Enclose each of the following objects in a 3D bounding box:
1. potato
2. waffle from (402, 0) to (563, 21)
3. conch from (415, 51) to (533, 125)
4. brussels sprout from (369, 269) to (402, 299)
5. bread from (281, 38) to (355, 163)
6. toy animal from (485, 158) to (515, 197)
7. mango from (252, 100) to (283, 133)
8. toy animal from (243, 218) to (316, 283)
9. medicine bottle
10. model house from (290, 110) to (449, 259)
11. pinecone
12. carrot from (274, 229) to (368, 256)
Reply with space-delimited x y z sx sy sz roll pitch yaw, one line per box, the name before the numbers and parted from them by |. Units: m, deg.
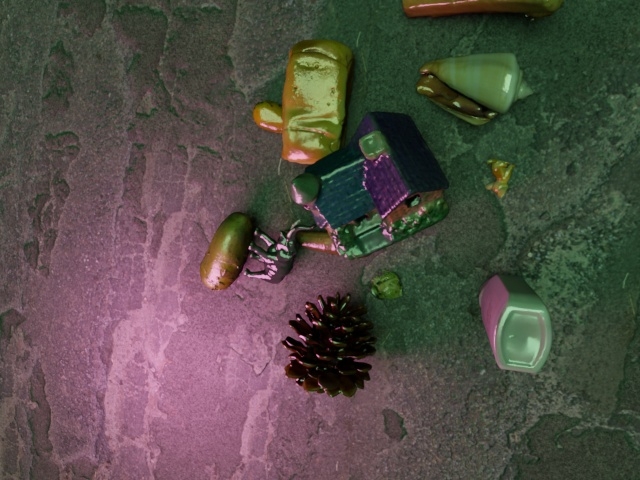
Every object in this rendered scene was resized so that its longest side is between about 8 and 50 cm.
potato | -0.254 0.031 1.162 0.113 0.149 0.251 33 105 1
waffle | 0.352 -0.634 0.876 0.348 0.078 0.304 19 106 33
conch | 0.360 -0.366 0.964 0.255 0.127 0.158 34 138 30
brussels sprout | 0.171 0.125 1.113 0.085 0.058 0.085 5 99 32
bread | -0.013 -0.339 1.049 0.167 0.132 0.294 9 100 7
toy animal | 0.425 -0.149 0.998 0.081 0.060 0.083 11 104 -27
mango | -0.128 -0.331 1.119 0.114 0.057 0.078 30 95 3
toy animal | -0.123 0.022 1.118 0.137 0.082 0.269 24 131 -8
medicine bottle | 0.421 0.165 0.924 0.111 0.296 0.161 5 98 13
model house | 0.106 -0.122 0.936 0.312 0.280 0.245 -24 74 12
pinecone | 0.026 0.257 1.078 0.264 0.264 0.264 2 99 15
carrot | 0.000 0.000 1.137 0.298 0.078 0.078 6 100 20
